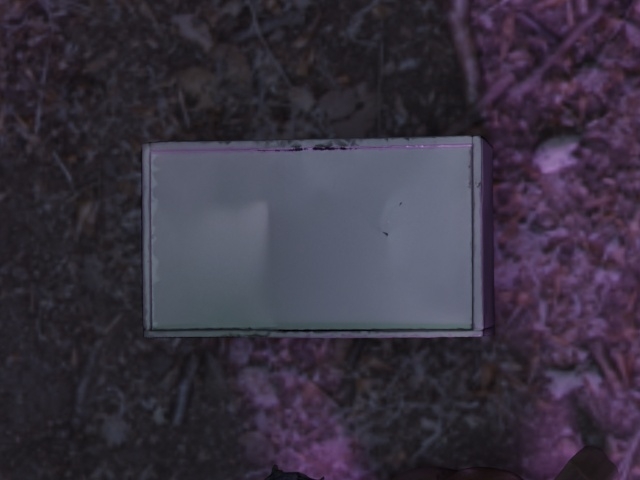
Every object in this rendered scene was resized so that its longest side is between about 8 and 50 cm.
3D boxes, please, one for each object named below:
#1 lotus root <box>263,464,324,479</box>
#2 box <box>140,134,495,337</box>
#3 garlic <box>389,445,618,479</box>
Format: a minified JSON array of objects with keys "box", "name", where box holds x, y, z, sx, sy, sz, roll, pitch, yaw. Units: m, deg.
[{"box":[-0.078,0.304,1.133,0.175,0.175,0.349,37,95,10],"name":"lotus root"},{"box":[0.000,0.000,1.175,0.225,0.086,0.129,0,88,10],"name":"box"},{"box":[0.107,0.190,1.144,0.194,0.127,0.131,-42,100,-20],"name":"garlic"}]
